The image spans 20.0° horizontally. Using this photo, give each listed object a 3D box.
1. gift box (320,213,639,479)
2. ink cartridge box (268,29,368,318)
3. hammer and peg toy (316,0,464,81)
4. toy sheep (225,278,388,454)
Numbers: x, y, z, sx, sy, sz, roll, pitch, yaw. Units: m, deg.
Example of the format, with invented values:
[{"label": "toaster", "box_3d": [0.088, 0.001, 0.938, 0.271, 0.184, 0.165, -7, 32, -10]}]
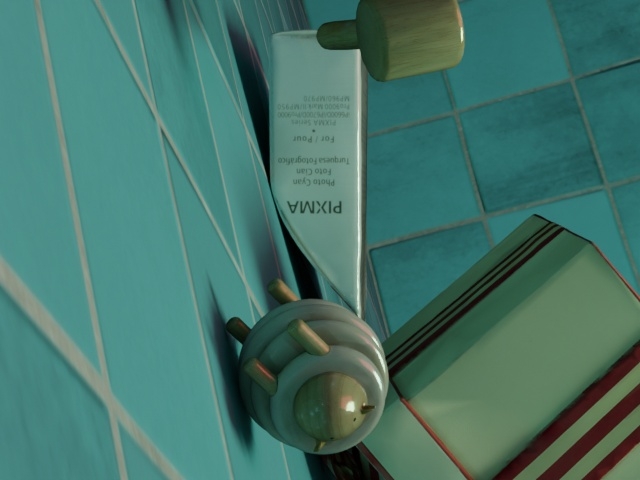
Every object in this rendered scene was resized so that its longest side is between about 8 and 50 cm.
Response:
[{"label": "gift box", "box_3d": [0.149, 0.144, 1.366, 0.255, 0.258, 0.276, 49, 2, -3]}, {"label": "ink cartridge box", "box_3d": [0.000, 0.000, 1.758, 0.308, 0.091, 0.385, -27, 119, -87]}, {"label": "hammer and peg toy", "box_3d": [-0.030, -0.266, 1.246, 0.266, 0.127, 0.361, 156, -81, -70]}, {"label": "toy sheep", "box_3d": [-0.006, 0.071, 1.001, 0.132, 0.091, 0.091, -111, -176, -65]}]
